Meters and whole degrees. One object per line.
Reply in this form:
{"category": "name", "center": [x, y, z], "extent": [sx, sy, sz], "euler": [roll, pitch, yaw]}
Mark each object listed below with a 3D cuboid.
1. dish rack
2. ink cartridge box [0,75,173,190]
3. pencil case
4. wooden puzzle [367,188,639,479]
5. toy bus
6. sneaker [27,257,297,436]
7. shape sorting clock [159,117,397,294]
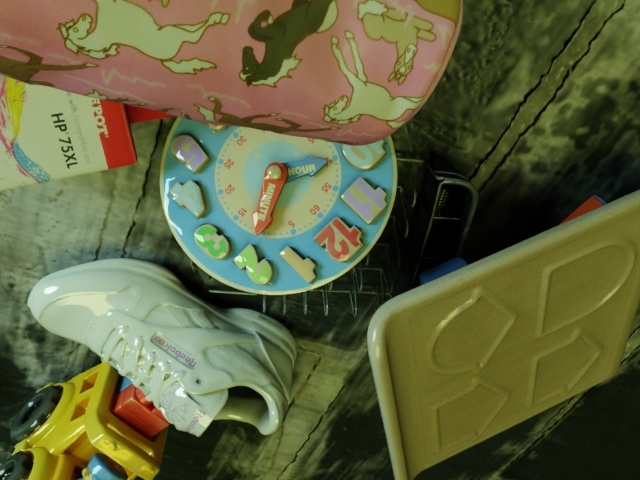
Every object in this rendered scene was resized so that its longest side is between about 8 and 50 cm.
{"category": "dish rack", "center": [0.000, 0.000, 0.612], "extent": [0.272, 0.074, 0.208], "euler": [4, 127, -6]}
{"category": "ink cartridge box", "center": [-0.228, -0.119, 0.461], "extent": [0.231, 0.078, 0.134], "euler": [-15, 130, -17]}
{"category": "pencil case", "center": [-0.102, -0.166, 0.355], "extent": [0.386, 0.167, 0.160], "euler": [5, 168, -32]}
{"category": "wooden puzzle", "center": [0.204, 0.100, 0.649], "extent": [0.348, 0.080, 0.322], "euler": [-26, 136, -12]}
{"category": "toy bus", "center": [-0.246, 0.238, 0.698], "extent": [0.211, 0.220, 0.149], "euler": [-34, 118, 14]}
{"category": "sneaker", "center": [-0.162, 0.118, 0.645], "extent": [0.305, 0.152, 0.114], "euler": [21, 126, -17]}
{"category": "shape sorting clock", "center": [-0.037, -0.056, 0.515], "extent": [0.206, 0.040, 0.206], "euler": [0, 87, 1]}
